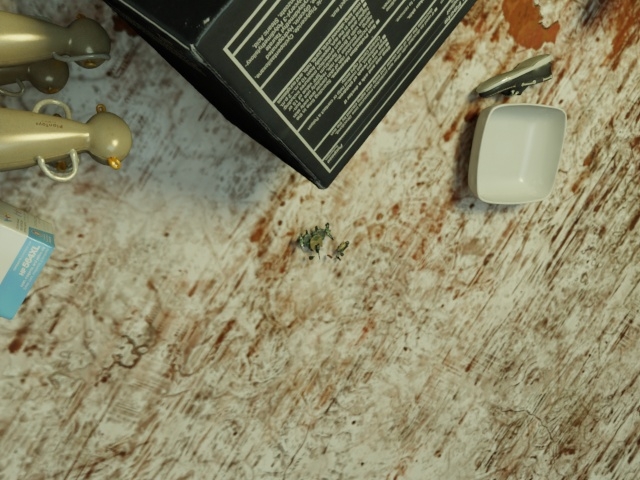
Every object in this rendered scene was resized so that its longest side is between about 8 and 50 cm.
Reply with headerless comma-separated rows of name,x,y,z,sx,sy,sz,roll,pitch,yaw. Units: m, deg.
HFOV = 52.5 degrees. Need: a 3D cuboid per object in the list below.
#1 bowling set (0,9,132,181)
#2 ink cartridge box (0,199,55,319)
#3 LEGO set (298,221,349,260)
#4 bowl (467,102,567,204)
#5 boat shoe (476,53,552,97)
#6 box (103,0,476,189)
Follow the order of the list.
bowling set,-0.288,-0.144,0.623,0.154,0.200,0.286,-5,67,-27
ink cartridge box,-0.360,0.000,0.658,0.143,0.092,0.089,31,93,-30
LEGO set,-0.001,0.002,0.863,0.054,0.023,0.083,-48,133,0
bowl,0.269,-0.125,0.917,0.142,0.053,0.141,-3,108,-24
boat shoe,0.269,-0.217,0.891,0.125,0.046,0.038,-29,112,-21
box,-0.013,-0.249,0.608,0.296,0.183,0.294,-51,154,-1
